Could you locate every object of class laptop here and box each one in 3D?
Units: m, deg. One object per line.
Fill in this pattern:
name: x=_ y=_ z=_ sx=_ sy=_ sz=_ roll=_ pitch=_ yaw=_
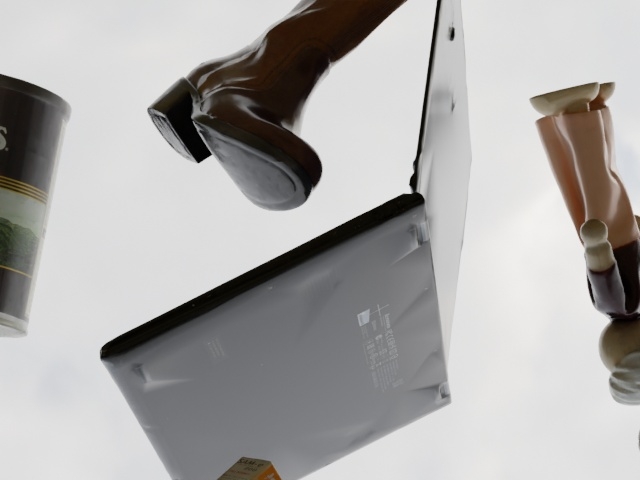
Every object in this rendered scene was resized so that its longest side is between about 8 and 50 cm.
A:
laptop: x=0.000 y=0.000 z=1.365 sx=0.407 sy=0.382 sz=0.236 roll=-27 pitch=-119 yaw=-7

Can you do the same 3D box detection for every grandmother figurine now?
grandmother figurine: x=0.309 y=0.007 z=1.696 sx=0.104 sy=0.343 sz=0.207 roll=-13 pitch=179 yaw=35

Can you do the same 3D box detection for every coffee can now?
coffee can: x=-0.411 y=-0.041 z=1.841 sx=0.201 sy=0.201 sz=0.275 roll=5 pitch=-101 yaw=19

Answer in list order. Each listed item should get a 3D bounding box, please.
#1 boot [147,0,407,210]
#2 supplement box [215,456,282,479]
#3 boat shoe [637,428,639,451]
boot: x=0.010 y=-0.156 z=1.416 sx=0.280 sy=0.096 sz=0.264 roll=-39 pitch=-156 yaw=-12
supplement box: x=-0.059 y=0.192 z=1.010 sx=0.098 sy=0.062 sz=0.036 roll=-40 pitch=-160 yaw=-29
boat shoe: x=0.366 y=0.134 z=1.559 sx=0.066 sy=0.066 sz=0.183 roll=16 pitch=-96 yaw=-4
